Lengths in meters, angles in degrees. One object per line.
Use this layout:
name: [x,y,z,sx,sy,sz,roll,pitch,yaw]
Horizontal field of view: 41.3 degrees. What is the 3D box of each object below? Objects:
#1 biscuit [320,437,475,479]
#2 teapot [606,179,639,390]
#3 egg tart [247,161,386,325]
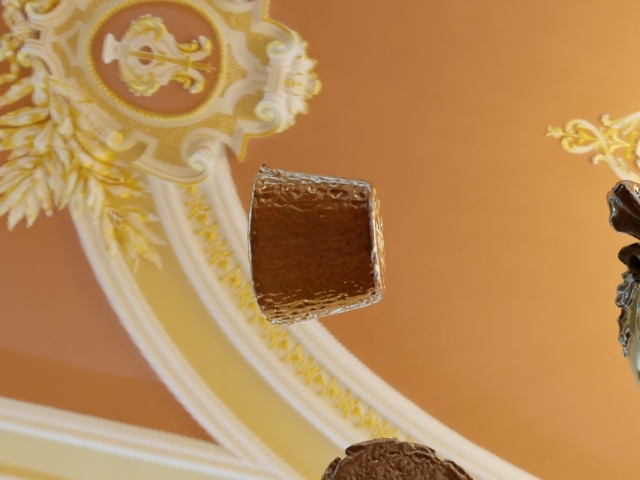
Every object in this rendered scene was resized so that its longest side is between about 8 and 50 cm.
biscuit: [0.092,0.319,0.939,0.225,0.226,0.042,26,-44,1]
teapot: [0.281,0.051,0.590,0.173,0.182,0.270,-43,-126,23]
egg tart: [0.000,0.000,1.027,0.147,0.202,0.203,-6,-81,9]
